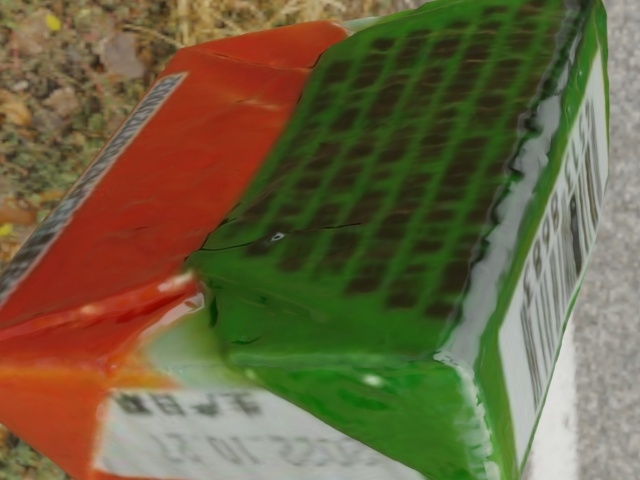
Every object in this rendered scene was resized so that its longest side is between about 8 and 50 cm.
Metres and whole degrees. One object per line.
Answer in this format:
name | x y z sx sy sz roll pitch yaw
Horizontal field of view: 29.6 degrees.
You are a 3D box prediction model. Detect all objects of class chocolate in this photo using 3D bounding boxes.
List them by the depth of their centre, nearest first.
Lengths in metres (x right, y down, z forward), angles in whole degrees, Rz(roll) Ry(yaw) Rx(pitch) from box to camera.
chocolate | 0.000 0.000 0.776 0.161 0.341 0.360 65 36 -32
